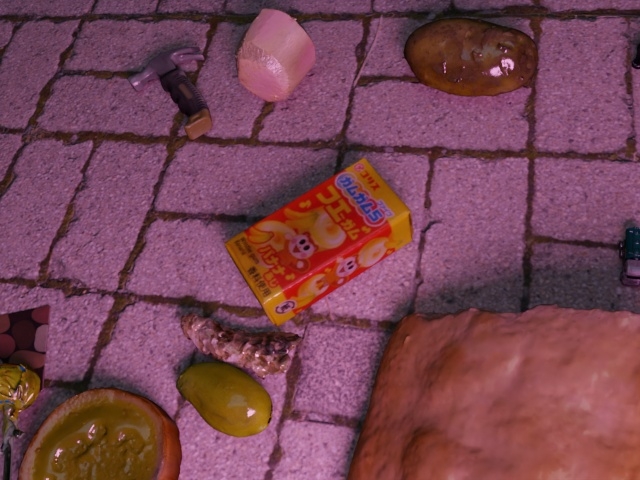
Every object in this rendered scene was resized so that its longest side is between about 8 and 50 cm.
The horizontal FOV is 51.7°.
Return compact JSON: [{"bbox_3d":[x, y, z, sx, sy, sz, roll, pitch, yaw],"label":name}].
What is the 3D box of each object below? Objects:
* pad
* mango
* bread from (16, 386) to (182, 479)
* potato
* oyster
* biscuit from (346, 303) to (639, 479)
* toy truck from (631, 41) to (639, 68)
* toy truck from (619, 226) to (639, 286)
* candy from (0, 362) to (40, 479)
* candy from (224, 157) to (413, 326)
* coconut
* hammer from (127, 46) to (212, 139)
[{"bbox_3d":[-0.572,0.201,1.117,0.234,0.003,0.158,-11,59,5],"label":"pad"},{"bbox_3d":[-0.145,0.230,0.972,0.165,0.074,0.091,18,68,21],"label":"mango"},{"bbox_3d":[-0.318,0.327,0.954,0.235,0.070,0.236,-4,61,8],"label":"bread"},{"bbox_3d":[0.265,-0.330,1.191,0.251,0.113,0.150,9,70,26],"label":"potato"},{"bbox_3d":[-0.126,0.156,1.005,0.199,0.061,0.106,-4,38,6],"label":"oyster"},{"bbox_3d":[0.206,0.255,0.790,0.429,0.104,0.446,8,64,45],"label":"biscuit"},{"bbox_3d":[0.590,-0.344,1.164,0.054,0.049,0.083,20,68,20],"label":"toy truck"},{"bbox_3d":[0.467,0.023,0.982,0.039,0.044,0.083,5,62,18],"label":"toy truck"},{"bbox_3d":[-0.460,0.294,0.978,0.077,0.073,0.262,-17,49,-3],"label":"candy"},{"bbox_3d":[0.000,0.000,1.067,0.276,0.088,0.146,-30,58,-8],"label":"candy"},{"bbox_3d":[-0.083,-0.359,1.261,0.147,0.147,0.153,23,70,22],"label":"coconut"},{"bbox_3d":[-0.278,-0.297,1.321,0.158,0.041,0.227,-32,59,-5],"label":"hammer"}]
